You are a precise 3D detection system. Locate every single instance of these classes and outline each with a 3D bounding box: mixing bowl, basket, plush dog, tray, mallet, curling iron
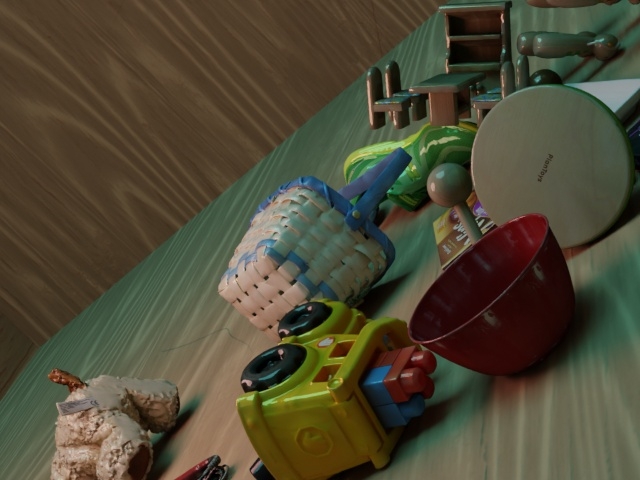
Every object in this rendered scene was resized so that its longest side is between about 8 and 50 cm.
[{"bbox_3d":[0.187,0.069,1.261,0.181,0.098,0.181,-42,12,11],"label":"mixing bowl"},{"bbox_3d":[0.000,0.000,1.841,0.289,0.201,0.255,-56,10,-30],"label":"basket"},{"bbox_3d":[-0.363,0.332,2.002,0.262,0.211,0.225,-67,0,-66],"label":"plush dog"},{"bbox_3d":[0.339,-0.156,1.697,0.145,0.030,0.270,-44,12,-5],"label":"tray"},{"bbox_3d":[-0.057,0.254,1.580,0.062,0.039,0.189,-44,8,4],"label":"mallet"},{"bbox_3d":[-0.218,0.358,1.734,0.274,0.035,0.068,-32,16,41],"label":"curling iron"}]

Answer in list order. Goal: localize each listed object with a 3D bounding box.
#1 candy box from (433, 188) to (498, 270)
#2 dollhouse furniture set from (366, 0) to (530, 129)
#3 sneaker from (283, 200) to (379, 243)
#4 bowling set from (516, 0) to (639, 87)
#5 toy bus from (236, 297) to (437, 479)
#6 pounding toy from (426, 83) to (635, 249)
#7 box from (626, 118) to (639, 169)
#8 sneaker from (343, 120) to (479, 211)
[{"bbox_3d":[0.202,-0.011,1.593,0.109,0.053,0.186,-40,11,14],"label":"candy box"},{"bbox_3d":[0.207,-0.266,1.887,0.212,0.161,0.242,1,15,24],"label":"dollhouse furniture set"},{"bbox_3d":[-0.004,-0.015,2.095,0.262,0.125,0.104,-50,14,-28],"label":"sneaker"},{"bbox_3d":[0.385,-0.310,1.905,0.154,0.199,0.287,-2,16,-5],"label":"bowling set"},{"bbox_3d":[0.045,0.150,1.380,0.211,0.149,0.220,-19,22,33],"label":"toy bus"},{"bbox_3d":[0.256,-0.074,1.424,0.237,0.183,0.110,-40,-9,32],"label":"pounding toy"},{"bbox_3d":[0.409,-0.143,1.433,0.162,0.029,0.116,-47,12,-8],"label":"box"},{"bbox_3d":[0.162,-0.109,1.996,0.296,0.109,0.123,-19,62,43],"label":"sneaker"}]
